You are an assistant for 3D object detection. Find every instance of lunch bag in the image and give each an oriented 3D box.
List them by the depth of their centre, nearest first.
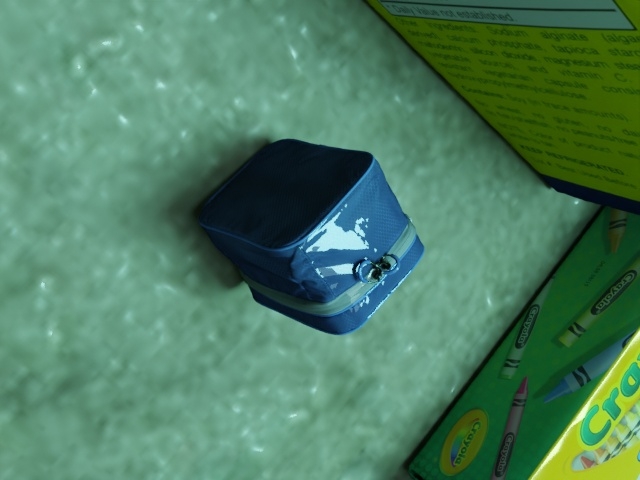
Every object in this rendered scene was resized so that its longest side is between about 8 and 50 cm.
[{"bbox_3d":[0.000,0.000,0.423,0.067,0.098,0.065,-45,124,-18],"label":"lunch bag"}]

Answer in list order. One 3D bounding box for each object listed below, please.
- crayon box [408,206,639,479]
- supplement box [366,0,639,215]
[{"bbox_3d":[0.203,0.090,0.580,0.278,0.081,0.165,-51,123,-9],"label":"crayon box"},{"bbox_3d":[0.124,-0.173,0.390,0.356,0.194,0.195,37,84,-33],"label":"supplement box"}]
